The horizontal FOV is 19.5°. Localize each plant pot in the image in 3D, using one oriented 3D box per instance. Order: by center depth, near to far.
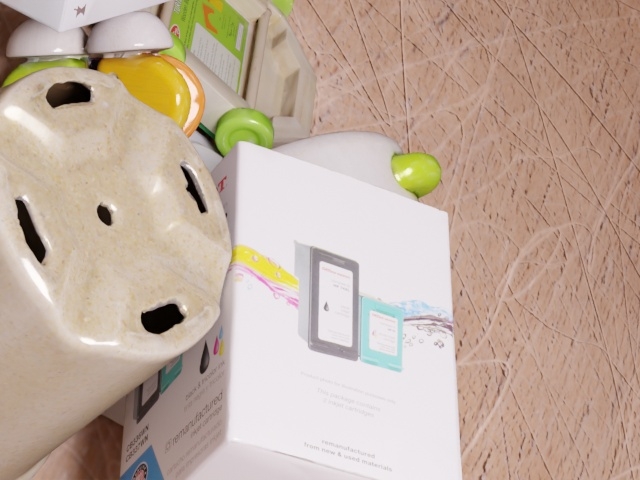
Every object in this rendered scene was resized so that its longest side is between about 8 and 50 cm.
[{"bbox_3d":[-0.242,0.032,1.381,0.334,0.305,0.333,27,50,-37],"label":"plant pot"}]

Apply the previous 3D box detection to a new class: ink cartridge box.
[{"bbox_3d":[-0.026,0.104,1.453,0.197,0.198,0.270,18,50,-23],"label":"ink cartridge box"}]

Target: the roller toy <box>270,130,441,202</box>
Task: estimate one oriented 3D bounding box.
[{"bbox_3d":[0.000,0.000,1.694,0.191,0.209,0.146,-6,73,-34],"label":"roller toy"}]

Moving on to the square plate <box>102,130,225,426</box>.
[{"bbox_3d":[-0.073,0.066,1.765,0.347,0.049,0.344,34,45,-31],"label":"square plate"}]

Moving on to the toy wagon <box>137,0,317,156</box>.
[{"bbox_3d":[-0.135,-0.232,1.830,0.344,0.068,0.267,41,31,-25],"label":"toy wagon"}]

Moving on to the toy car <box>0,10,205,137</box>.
[{"bbox_3d":[-0.190,-0.120,1.653,0.136,0.182,0.159,-23,110,-74],"label":"toy car"}]

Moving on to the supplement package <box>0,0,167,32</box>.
[{"bbox_3d":[-0.240,-0.332,1.594,0.263,0.199,0.198,28,30,24],"label":"supplement package"}]
